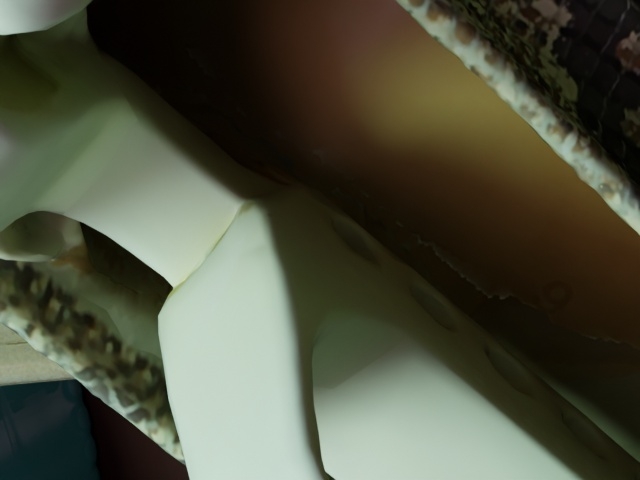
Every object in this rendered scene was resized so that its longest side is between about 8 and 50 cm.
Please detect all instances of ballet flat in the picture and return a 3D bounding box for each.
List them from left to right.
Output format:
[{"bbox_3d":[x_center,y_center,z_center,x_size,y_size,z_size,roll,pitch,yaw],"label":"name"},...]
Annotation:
[{"bbox_3d":[0.000,0.000,0.392,0.483,0.182,0.164,41,122,-8],"label":"ballet flat"}]

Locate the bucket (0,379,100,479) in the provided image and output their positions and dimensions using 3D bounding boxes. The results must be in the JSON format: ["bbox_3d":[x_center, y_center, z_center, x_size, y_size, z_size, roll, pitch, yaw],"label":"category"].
[{"bbox_3d":[-0.226,0.094,0.696,0.281,0.183,0.281,16,118,33],"label":"bucket"}]

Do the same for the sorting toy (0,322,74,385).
[{"bbox_3d":[-0.139,-0.101,0.565,0.229,0.041,0.307,-7,71,9],"label":"sorting toy"}]
